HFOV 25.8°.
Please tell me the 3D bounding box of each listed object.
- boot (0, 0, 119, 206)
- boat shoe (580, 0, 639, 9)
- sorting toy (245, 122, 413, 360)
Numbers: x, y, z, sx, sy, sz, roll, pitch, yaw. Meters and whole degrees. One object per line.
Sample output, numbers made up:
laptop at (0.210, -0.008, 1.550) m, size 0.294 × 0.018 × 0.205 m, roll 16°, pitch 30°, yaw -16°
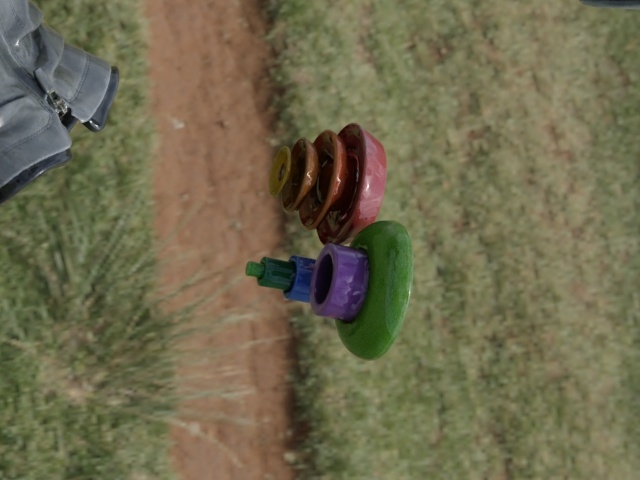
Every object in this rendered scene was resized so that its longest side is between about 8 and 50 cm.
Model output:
boot at (-0.175, -0.131, 0.753) m, size 0.161 × 0.083 × 0.246 m, roll 41°, pitch 40°, yaw -20°
boat shoe at (0.250, -0.167, 0.744) m, size 0.105 × 0.306 × 0.113 m, roll 35°, pitch 59°, yaw -53°
sorting toy at (0.000, 0.000, 0.515) m, size 0.042 × 0.061 × 0.102 m, roll 11°, pitch 42°, yaw -20°
